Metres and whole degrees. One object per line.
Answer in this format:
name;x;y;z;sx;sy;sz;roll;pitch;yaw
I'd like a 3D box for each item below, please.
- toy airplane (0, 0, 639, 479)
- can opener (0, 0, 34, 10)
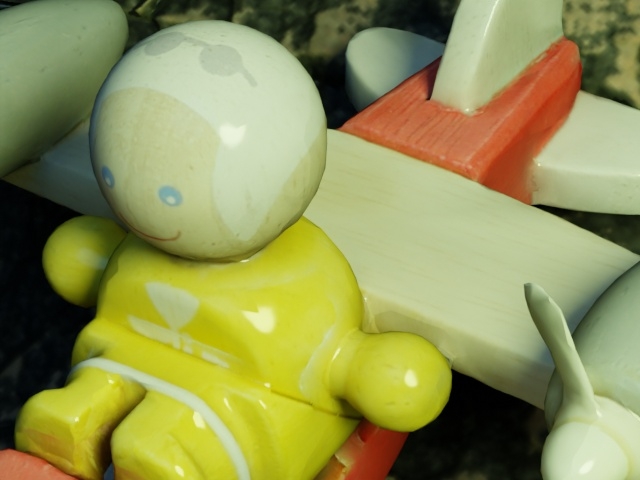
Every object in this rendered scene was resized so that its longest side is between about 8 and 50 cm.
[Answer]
toy airplane;0.000;0.000;0.792;0.386;0.272;0.384;-17;52;5
can opener;-0.193;-0.123;1.029;0.186;0.059;0.073;7;100;25
